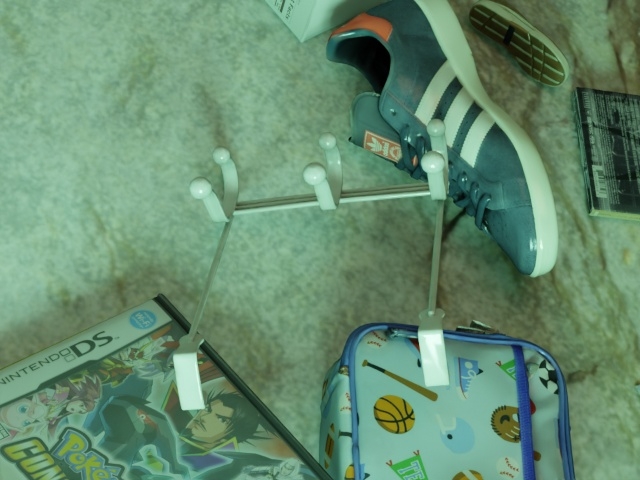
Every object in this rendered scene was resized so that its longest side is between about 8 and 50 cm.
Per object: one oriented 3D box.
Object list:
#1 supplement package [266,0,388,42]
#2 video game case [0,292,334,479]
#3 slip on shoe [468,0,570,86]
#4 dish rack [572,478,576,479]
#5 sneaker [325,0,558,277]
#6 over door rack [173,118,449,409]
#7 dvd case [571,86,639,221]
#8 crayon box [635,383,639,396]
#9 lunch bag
[{"bbox_3d":[0.058,-0.370,1.815,0.262,0.204,0.145,-28,69,-30],"label":"supplement package"},{"bbox_3d":[-0.166,0.183,1.449,0.248,0.035,0.275,-25,51,-29],"label":"video game case"},{"bbox_3d":[0.228,-0.225,1.872,0.135,0.051,0.041,37,43,16],"label":"slip on shoe"},{"bbox_3d":[0.259,0.339,1.419,0.271,0.074,0.208,49,44,-35],"label":"dish rack"},{"bbox_3d":[0.115,-0.097,1.716,0.148,0.131,0.350,-19,60,-17],"label":"sneaker"},{"bbox_3d":[0.000,0.000,1.527,0.239,0.108,0.324,-6,38,10],"label":"over door rack"},{"bbox_3d":[0.390,-0.087,1.846,0.221,0.018,0.165,6,57,-13],"label":"dvd case"},{"bbox_3d":[0.505,0.160,1.658,0.323,0.083,0.203,-19,65,-17],"label":"crayon box"},{"bbox_3d":[0.123,0.215,1.516,0.243,0.115,0.303,9,57,-13],"label":"lunch bag"}]
